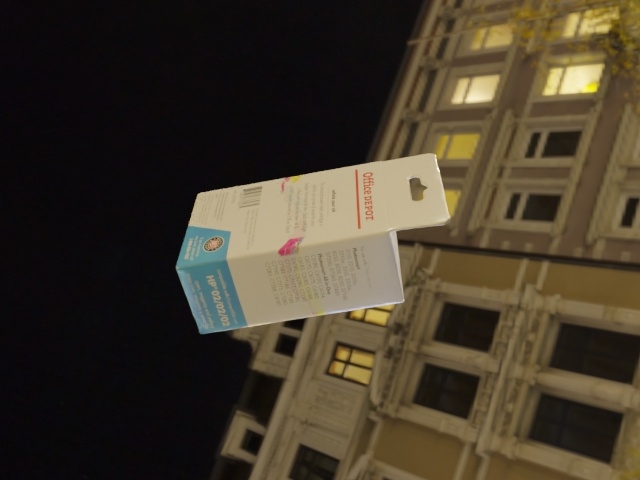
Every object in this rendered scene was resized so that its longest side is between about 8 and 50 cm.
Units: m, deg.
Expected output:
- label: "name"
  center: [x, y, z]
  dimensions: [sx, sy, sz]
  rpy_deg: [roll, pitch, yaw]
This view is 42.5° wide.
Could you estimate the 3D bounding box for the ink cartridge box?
- label: "ink cartridge box"
  center: [0.000, 0.000, 0.581]
  dimensions: [0.104, 0.181, 0.062]
  rpy_deg: [-88, -14, -58]
